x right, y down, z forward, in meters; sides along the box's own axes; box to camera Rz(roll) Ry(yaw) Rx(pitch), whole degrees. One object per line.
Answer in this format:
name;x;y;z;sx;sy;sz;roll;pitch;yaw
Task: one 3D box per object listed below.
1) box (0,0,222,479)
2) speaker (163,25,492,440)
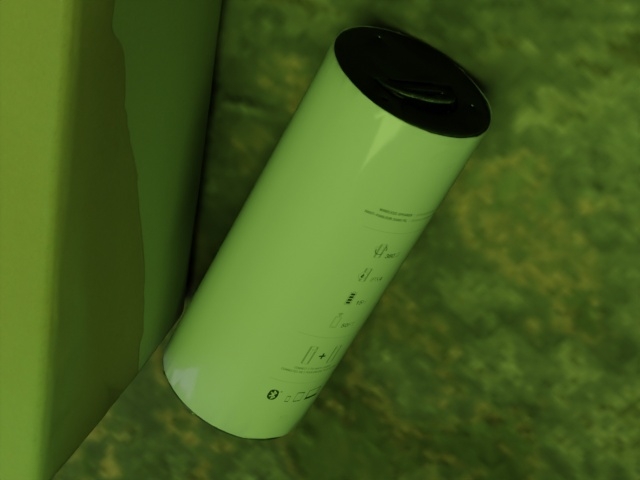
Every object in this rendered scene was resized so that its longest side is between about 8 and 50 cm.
box;-0.107;-0.099;0.445;0.148;0.121;0.311;16;121;12
speaker;0.000;0.000;0.500;0.055;0.055;0.136;31;123;1
